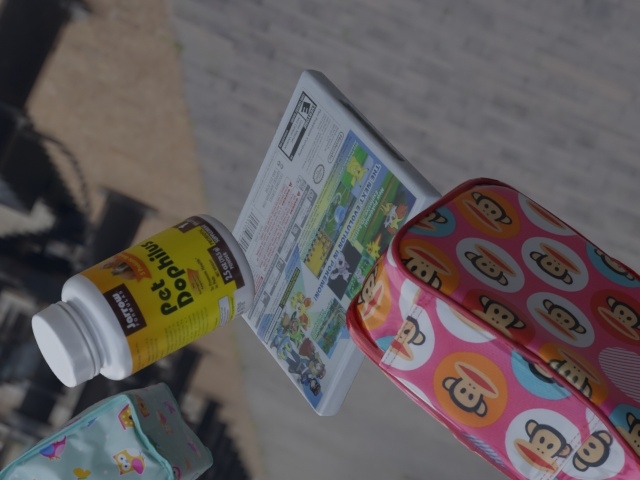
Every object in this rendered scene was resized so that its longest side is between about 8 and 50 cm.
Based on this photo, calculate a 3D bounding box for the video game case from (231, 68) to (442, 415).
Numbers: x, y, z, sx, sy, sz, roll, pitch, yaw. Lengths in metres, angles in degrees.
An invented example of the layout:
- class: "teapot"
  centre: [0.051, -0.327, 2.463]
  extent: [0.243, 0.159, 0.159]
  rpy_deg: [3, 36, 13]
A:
- class: "video game case"
  centre: [0.000, 0.000, 2.232]
  extent: [0.036, 0.329, 0.300]
  rpy_deg: [5, -149, -38]

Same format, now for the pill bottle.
- class: "pill bottle"
  centre: [-0.183, 0.065, 1.829]
  extent: [0.117, 0.215, 0.117]
  rpy_deg: [44, 151, 33]

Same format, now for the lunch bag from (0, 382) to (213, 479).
- class: "lunch bag"
  centre: [-0.289, 0.305, 2.226]
  extent: [0.160, 0.262, 0.223]
  rpy_deg: [56, -175, 6]

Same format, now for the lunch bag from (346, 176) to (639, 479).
- class: "lunch bag"
  centre: [0.190, 0.076, 1.461]
  extent: [0.293, 0.120, 0.258]
  rpy_deg: [40, -143, 12]
